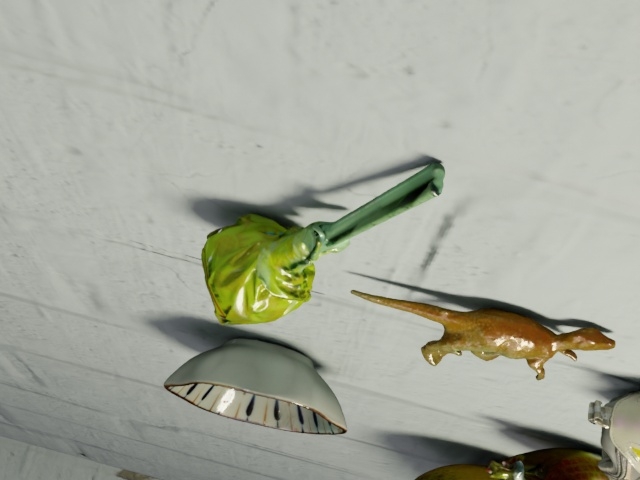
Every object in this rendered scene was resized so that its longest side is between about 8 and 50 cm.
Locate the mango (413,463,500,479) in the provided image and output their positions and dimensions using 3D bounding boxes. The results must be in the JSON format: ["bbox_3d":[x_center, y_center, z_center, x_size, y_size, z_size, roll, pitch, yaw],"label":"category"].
[{"bbox_3d":[0.238,0.395,1.537,0.264,0.221,0.378,3,150,43],"label":"mango"}]

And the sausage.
[{"bbox_3d":[0.299,0.295,1.317,0.317,0.125,0.117,26,117,-30],"label":"sausage"}]

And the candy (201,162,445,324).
[{"bbox_3d":[0.002,-0.002,0.792,0.077,0.073,0.262,4,162,-30],"label":"candy"}]

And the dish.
[{"bbox_3d":[-0.058,0.142,1.253,0.191,0.066,0.190,12,162,4],"label":"dish"}]

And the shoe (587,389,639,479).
[{"bbox_3d":[0.277,0.178,1.041,0.092,0.089,0.180,7,158,21],"label":"shoe"}]

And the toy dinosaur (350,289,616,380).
[{"bbox_3d":[0.121,0.061,0.913,0.162,0.039,0.126,30,148,-26],"label":"toy dinosaur"}]
